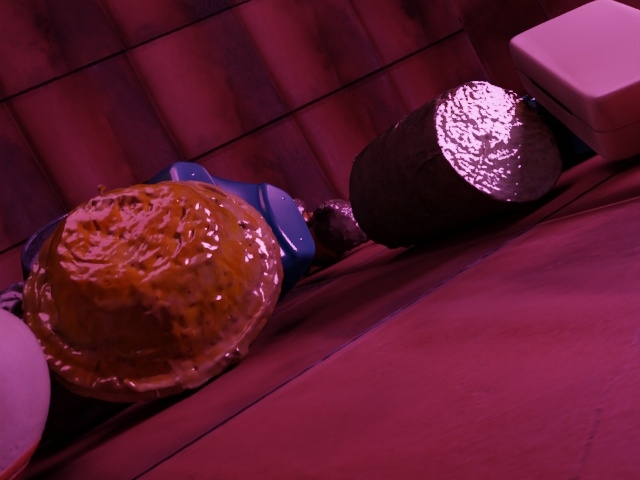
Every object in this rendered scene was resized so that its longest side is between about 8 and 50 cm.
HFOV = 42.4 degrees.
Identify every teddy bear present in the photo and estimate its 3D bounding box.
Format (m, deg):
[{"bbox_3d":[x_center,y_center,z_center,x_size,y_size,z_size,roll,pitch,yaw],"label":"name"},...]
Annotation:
[{"bbox_3d":[0.005,-0.017,1.545,0.190,0.177,0.140,-27,48,46],"label":"teddy bear"}]

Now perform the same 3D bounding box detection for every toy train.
[{"bbox_3d":[0.334,-0.160,1.123,0.154,0.107,0.198,-20,5,17],"label":"toy train"}]

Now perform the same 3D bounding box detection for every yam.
[{"bbox_3d":[0.151,-0.086,1.002,0.168,0.168,0.304,-29,1,-22],"label":"yam"}]

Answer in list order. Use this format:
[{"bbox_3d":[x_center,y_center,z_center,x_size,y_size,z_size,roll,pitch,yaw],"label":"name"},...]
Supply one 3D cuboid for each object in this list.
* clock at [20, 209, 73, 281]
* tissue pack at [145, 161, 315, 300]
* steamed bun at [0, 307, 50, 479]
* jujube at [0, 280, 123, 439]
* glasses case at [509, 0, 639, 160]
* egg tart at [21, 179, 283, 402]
[{"bbox_3d":[-0.363,0.020,1.537,0.386,0.076,0.386,-5,27,2],"label":"clock"},{"bbox_3d":[-0.173,0.009,1.327,0.287,0.198,0.206,12,-46,-47],"label":"tissue pack"},{"bbox_3d":[-0.379,0.195,0.788,0.283,0.177,0.283,-37,4,3],"label":"steamed bun"},{"bbox_3d":[-0.301,0.119,1.085,0.317,0.226,0.226,-34,4,-18],"label":"jujube"},{"bbox_3d":[0.325,-0.193,0.936,0.144,0.076,0.336,-22,23,8],"label":"glasses case"},{"bbox_3d":[-0.198,0.031,0.936,0.319,0.319,0.128,-29,-32,-17],"label":"egg tart"}]
